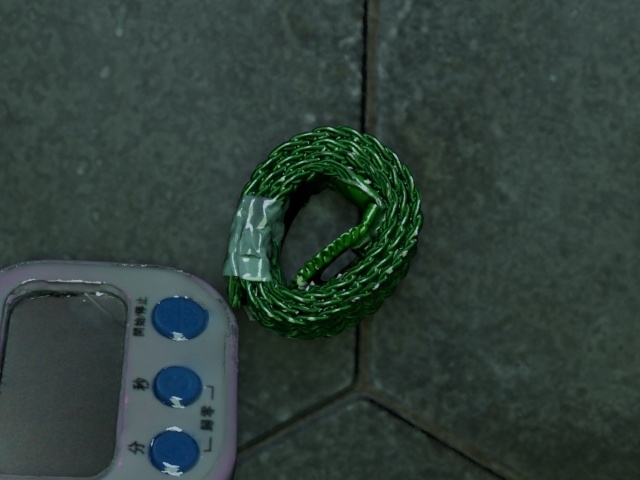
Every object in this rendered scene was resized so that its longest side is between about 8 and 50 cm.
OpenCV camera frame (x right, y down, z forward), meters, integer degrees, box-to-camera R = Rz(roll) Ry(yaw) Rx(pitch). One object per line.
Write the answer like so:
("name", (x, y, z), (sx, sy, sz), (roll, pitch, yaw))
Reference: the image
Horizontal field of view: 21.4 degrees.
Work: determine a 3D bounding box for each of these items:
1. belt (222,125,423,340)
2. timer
("belt", (0.000, 0.000, 1.154), (0.121, 0.079, 0.151), (35, 77, 8))
("timer", (-0.149, 0.104, 1.101), (0.191, 0.069, 0.208), (3, 49, -4))
